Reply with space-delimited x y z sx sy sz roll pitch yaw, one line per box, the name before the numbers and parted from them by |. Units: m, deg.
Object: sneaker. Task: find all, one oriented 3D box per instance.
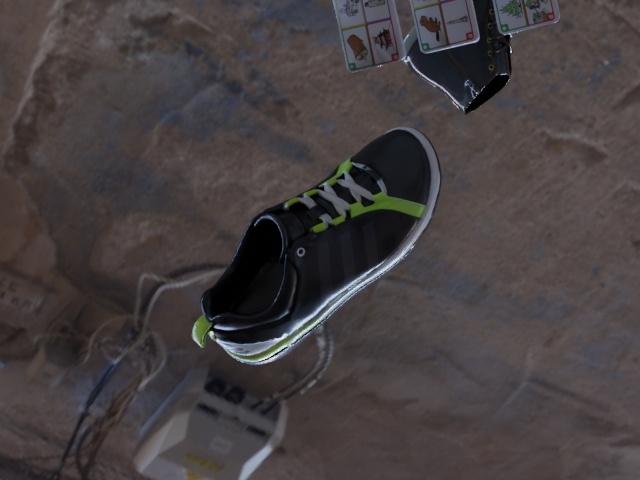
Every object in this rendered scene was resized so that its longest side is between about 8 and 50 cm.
sneaker | 0.000 0.000 0.781 0.084 0.097 0.234 38 -96 31
sneaker | 0.197 -0.254 1.171 0.118 0.222 0.083 48 -151 21

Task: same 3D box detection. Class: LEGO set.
LEGO set | 0.085 -0.280 0.874 0.060 0.183 0.244 -35 -68 -75
